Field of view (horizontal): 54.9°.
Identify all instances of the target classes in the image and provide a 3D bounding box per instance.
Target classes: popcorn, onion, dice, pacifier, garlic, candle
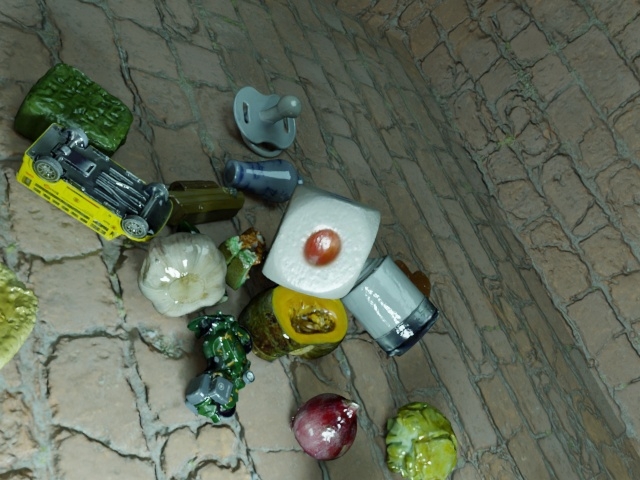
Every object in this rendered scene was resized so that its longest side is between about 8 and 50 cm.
[{"bbox_3d":[0.283,0.560,1.701,0.204,0.183,0.221,34,35,-34],"label":"popcorn"},{"bbox_3d":[0.029,0.441,1.500,0.159,0.195,0.159,32,28,-20],"label":"onion"},{"bbox_3d":[0.000,0.000,1.639,0.243,0.259,0.251,20,8,-5],"label":"dice"},{"bbox_3d":[-0.157,-0.417,2.091,0.287,0.225,0.239,8,71,-45],"label":"pacifier"},{"bbox_3d":[-0.335,0.054,1.462,0.218,0.219,0.212,25,17,-33],"label":"garlic"},{"bbox_3d":[0.193,0.181,1.929,0.342,0.221,0.221,47,33,1],"label":"candle"}]

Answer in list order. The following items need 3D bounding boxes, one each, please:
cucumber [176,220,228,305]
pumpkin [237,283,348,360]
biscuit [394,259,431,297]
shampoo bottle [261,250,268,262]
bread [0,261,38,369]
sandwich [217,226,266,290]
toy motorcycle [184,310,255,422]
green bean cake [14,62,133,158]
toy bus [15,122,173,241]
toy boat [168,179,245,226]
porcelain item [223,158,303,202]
[{"bbox_3d":[-0.311,0.056,1.580,0.074,0.074,0.241,-1,58,-50],"label":"cucumber"},{"bbox_3d":[-0.072,0.204,1.667,0.317,0.139,0.222,6,57,-43],"label":"pumpkin"},{"bbox_3d":[0.333,0.145,2.286,0.192,0.036,0.186,43,31,-11],"label":"biscuit"},{"bbox_3d":[-0.109,0.072,1.805,0.236,0.068,0.067,26,45,-29],"label":"shampoo bottle"},{"bbox_3d":[-0.598,0.152,1.048,0.162,0.204,0.262,20,39,-55],"label":"bread"},{"bbox_3d":[-0.197,0.035,1.618,0.160,0.185,0.109,-40,87,-28],"label":"sandwich"},{"bbox_3d":[-0.239,0.275,1.414,0.187,0.124,0.275,44,33,-27],"label":"toy motorcycle"},{"bbox_3d":[-0.602,-0.303,1.536,0.248,0.125,0.222,35,36,-22],"label":"green bean cake"},{"bbox_3d":[-0.518,-0.112,1.429,0.330,0.152,0.144,36,41,-17],"label":"toy bus"},{"bbox_3d":[-0.334,-0.113,1.701,0.310,0.089,0.115,-14,66,-54],"label":"toy boat"},{"bbox_3d":[-0.173,-0.193,1.937,0.259,0.141,0.141,5,54,-38],"label":"porcelain item"}]
